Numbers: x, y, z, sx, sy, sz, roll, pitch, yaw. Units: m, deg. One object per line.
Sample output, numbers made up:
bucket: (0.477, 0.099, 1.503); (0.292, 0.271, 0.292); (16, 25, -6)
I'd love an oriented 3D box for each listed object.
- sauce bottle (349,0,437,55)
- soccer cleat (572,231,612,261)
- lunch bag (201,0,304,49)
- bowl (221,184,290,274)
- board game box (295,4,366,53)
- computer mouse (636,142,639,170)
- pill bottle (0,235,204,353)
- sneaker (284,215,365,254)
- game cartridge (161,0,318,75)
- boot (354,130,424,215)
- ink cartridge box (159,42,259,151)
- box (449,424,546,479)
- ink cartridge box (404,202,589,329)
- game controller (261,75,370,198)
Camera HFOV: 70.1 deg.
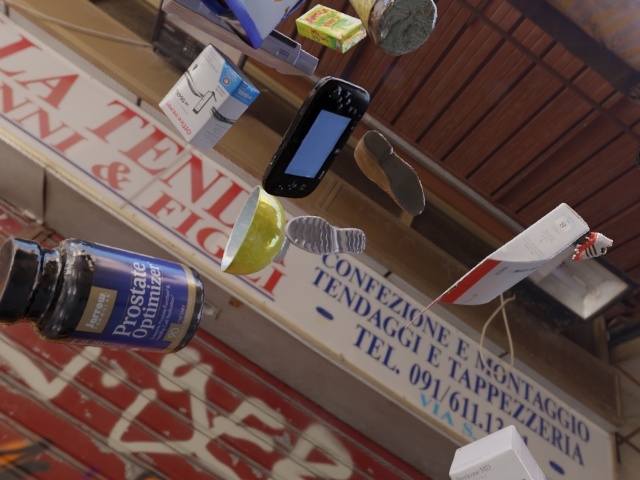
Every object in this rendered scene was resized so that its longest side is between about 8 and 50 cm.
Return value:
sauce bottle: (0.091, -0.465, 0.805); (0.111, 0.344, 0.111); (-11, -34, -8)
soccer cleat: (0.416, 0.015, 0.701); (0.035, 0.029, 0.083); (23, -22, 18)
lunch bag: (-0.086, -0.452, 0.467); (0.385, 0.328, 0.239); (41, 4, -45)
bowl: (-0.179, -0.009, 1.410); (0.156, 0.289, 0.289); (24, -42, -18)
board game box: (0.027, -0.583, 1.253); (0.181, 0.092, 0.043); (38, -19, 31)
computer mouse: (0.371, -0.108, 0.432); (0.072, 0.272, 0.189); (9, -55, 24)
pill bottle: (-0.265, 0.067, 0.554); (0.122, 0.123, 0.219); (-21, -28, 38)
sneaker: (0.000, 0.000, 1.340); (0.281, 0.105, 0.115); (14, -13, -39)
game cartridge: (-0.195, -0.509, 1.117); (0.355, 0.068, 0.230); (19, 7, -30)
boot: (0.222, -0.205, 1.480); (0.305, 0.112, 0.115); (54, -26, 0)
ink cartridge box: (-0.273, -0.345, 1.115); (0.203, 0.086, 0.148); (-44, -108, 14)
box: (0.255, 0.337, 0.654); (0.101, 0.102, 0.087); (-34, -106, 18)
ink cartridge box: (0.404, 0.100, 1.088); (0.091, 0.385, 0.308); (52, -19, 16)
game controller: (-0.013, -0.229, 1.070); (0.166, 0.067, 0.319); (9, -52, -39)
